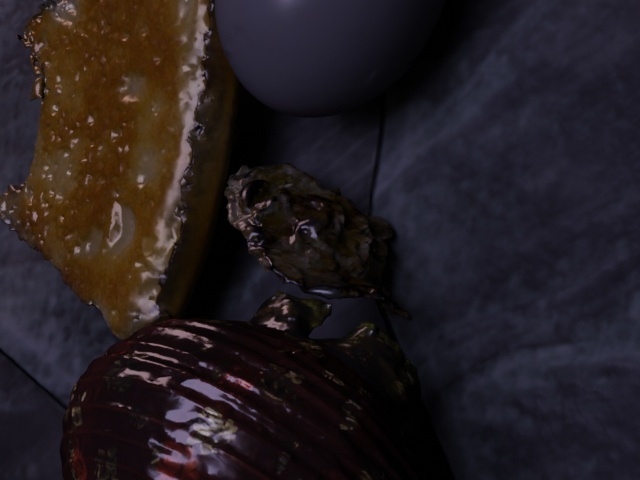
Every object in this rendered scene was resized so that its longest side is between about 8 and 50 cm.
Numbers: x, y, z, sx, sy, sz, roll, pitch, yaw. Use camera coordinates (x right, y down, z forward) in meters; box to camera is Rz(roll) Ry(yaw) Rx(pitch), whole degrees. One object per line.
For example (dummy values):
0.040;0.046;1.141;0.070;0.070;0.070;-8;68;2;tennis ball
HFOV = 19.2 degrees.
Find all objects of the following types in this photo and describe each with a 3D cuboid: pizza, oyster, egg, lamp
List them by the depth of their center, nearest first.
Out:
-0.041;0.144;1.130;0.247;0.247;0.247;-12;70;35;lamp
-0.005;-0.004;1.225;0.056;0.105;0.177;-68;27;17;oyster
0.012;-0.175;1.228;0.146;0.146;0.198;33;96;39;egg
-0.132;-0.082;1.348;0.223;0.089;0.323;3;84;46;pizza
